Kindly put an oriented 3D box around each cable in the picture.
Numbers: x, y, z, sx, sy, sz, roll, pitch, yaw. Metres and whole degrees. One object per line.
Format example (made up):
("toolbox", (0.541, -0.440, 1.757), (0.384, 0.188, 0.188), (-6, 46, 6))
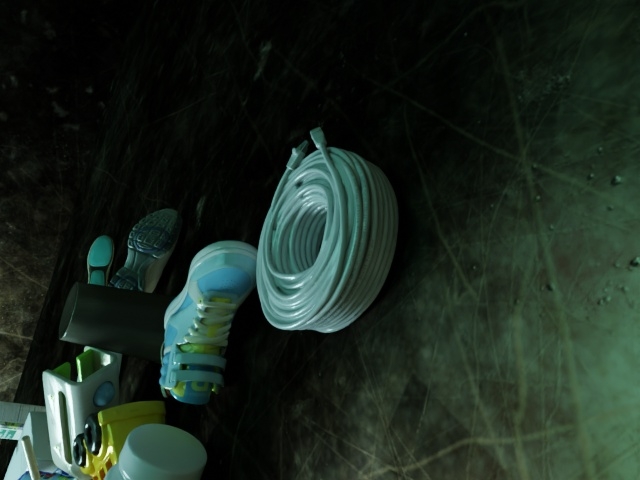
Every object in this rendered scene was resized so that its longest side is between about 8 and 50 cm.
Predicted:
("cable", (0.000, 0.000, 0.752), (0.257, 0.089, 0.257), (-60, 34, 20))

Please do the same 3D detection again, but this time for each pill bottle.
("pill bottle", (-0.301, 0.469, 0.900), (0.161, 0.161, 0.283), (31, 100, 58))

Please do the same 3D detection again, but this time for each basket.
("basket", (-0.449, 0.179, 1.215), (0.204, 0.227, 0.154), (-32, 49, 45))

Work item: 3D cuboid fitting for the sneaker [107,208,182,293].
("sneaker", (-0.447, 0.052, 1.389), (0.297, 0.111, 0.129), (-62, -2, -10))

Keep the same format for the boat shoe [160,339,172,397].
("boat shoe", (-0.308, 0.263, 1.131), (0.043, 0.049, 0.137), (-18, 44, 1))

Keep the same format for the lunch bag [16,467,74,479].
("lunch bag", (-0.701, 0.698, 1.323), (0.221, 0.138, 0.293), (-5, 51, 25))

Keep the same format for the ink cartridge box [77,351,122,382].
("ink cartridge box", (-0.631, 0.394, 1.527), (0.175, 0.072, 0.127), (-36, 46, 43))

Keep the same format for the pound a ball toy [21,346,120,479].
("pound a ball toy", (-0.538, 0.427, 1.194), (0.135, 0.208, 0.319), (16, 114, 21))

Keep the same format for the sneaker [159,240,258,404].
("sneaker", (-0.186, 0.156, 0.925), (0.319, 0.127, 0.208), (-53, 33, 44))

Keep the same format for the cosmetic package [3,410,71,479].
("cosmetic package", (-0.837, 0.727, 1.593), (0.217, 0.156, 0.385), (40, 107, 54))

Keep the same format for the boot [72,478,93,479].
("boot", (-0.521, 0.659, 1.216), (0.176, 0.088, 0.244), (-10, 74, 54))

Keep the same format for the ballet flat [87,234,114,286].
("ballet flat", (-0.783, 0.106, 1.913), (0.086, 0.086, 0.248), (-28, 53, 48))

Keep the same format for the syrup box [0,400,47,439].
("syrup box", (-1.065, 0.641, 1.910), (0.093, 0.237, 0.096), (-49, 38, 30))

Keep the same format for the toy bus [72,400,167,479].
("toy bus", (-0.389, 0.457, 1.084), (0.220, 0.149, 0.211), (-48, 54, 36))
